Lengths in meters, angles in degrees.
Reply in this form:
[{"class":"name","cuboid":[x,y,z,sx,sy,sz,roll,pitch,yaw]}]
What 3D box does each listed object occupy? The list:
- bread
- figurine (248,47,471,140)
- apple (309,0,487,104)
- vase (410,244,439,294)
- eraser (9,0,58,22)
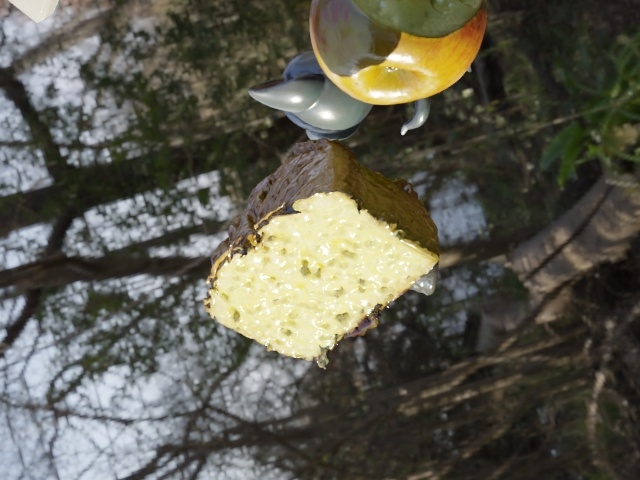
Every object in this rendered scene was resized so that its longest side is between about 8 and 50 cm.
[{"class":"bread","cuboid":[0.000,-0.003,0.948,0.260,0.160,0.147,-50,17,46]},{"class":"figurine","cuboid":[0.067,-0.202,1.284,0.193,0.265,0.140,32,-113,-69]},{"class":"apple","cuboid":[0.084,-0.242,1.093,0.160,0.195,0.173,128,150,-67]},{"class":"vase","cuboid":[0.034,0.025,1.298,0.115,0.238,0.115,-174,90,-86]},{"class":"eraser","cuboid":[-0.344,-0.380,1.125,0.157,0.038,0.230,39,135,-2]}]
